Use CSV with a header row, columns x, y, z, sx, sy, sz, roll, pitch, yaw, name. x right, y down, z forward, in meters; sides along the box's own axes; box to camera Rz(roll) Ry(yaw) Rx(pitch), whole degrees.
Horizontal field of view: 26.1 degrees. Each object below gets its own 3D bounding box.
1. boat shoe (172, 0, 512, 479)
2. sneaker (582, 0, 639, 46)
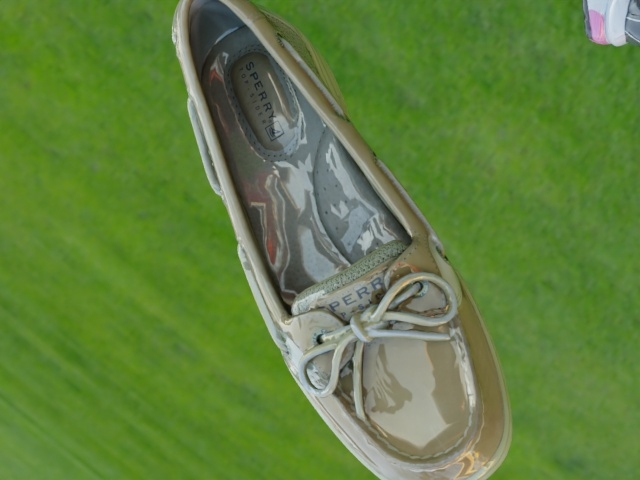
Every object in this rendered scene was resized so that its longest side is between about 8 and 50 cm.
x,y,z,sx,sy,sz,roll,pitch,yaw,name
0.001,-0.001,0.374,0.153,0.056,0.048,67,-169,19,boat shoe
0.218,-0.142,0.720,0.077,0.178,0.072,32,151,33,sneaker
